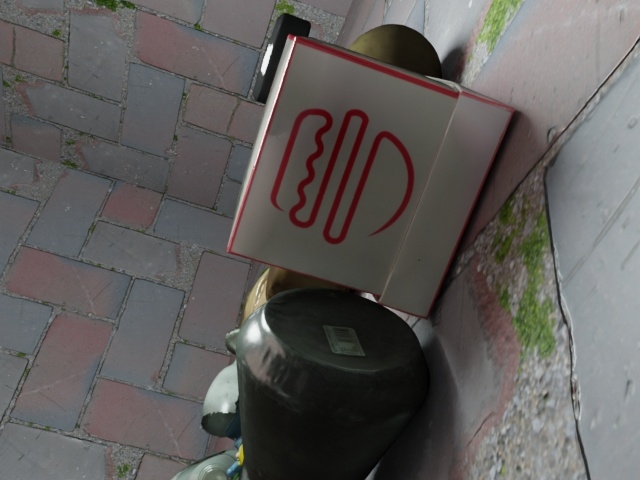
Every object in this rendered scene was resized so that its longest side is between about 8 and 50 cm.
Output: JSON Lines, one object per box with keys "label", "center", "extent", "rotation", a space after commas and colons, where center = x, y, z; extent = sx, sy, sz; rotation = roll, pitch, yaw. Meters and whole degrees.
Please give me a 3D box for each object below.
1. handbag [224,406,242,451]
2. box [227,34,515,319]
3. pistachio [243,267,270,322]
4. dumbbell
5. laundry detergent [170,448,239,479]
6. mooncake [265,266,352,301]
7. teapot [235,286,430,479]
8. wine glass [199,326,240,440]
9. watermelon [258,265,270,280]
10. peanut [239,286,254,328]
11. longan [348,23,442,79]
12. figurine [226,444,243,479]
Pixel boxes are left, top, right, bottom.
{"label": "handbag", "center": [-0.131, 0.411, 1.634], "extent": [0.179, 0.062, 0.229], "rotation": [-23, -29, -44]}
{"label": "box", "center": [0.050, -0.114, 0.987], "extent": [0.314, 0.300, 0.312], "rotation": [-104, 31, -72]}
{"label": "pistachio", "center": [-0.125, 0.205, 1.896], "extent": [0.162, 0.182, 0.292], "rotation": [10, 86, 43]}
{"label": "dumbbell", "center": [0.029, -0.356, 1.475], "extent": [0.204, 0.323, 0.203], "rotation": [-163, 90, -80]}
{"label": "laundry detergent", "center": [-0.323, 0.682, 1.876], "extent": [0.124, 0.264, 0.398], "rotation": [66, 163, 12]}
{"label": "mooncake", "center": [-0.001, 0.001, 1.448], "extent": [0.324, 0.187, 0.323], "rotation": [-164, 90, -83]}
{"label": "teapot", "center": [0.004, 0.269, 0.886], "extent": [0.300, 0.253, 0.343], "rotation": [40, 124, 46]}
{"label": "wine glass", "center": [-0.266, 0.467, 2.147], "extent": [0.357, 0.191, 0.190], "rotation": [-83, 14, -46]}
{"label": "watermelon", "center": [-0.124, 0.130, 2.077], "extent": [0.140, 0.141, 0.187], "rotation": [118, 169, -48]}
{"label": "peanut", "center": [-0.237, 0.312, 2.466], "extent": [0.136, 0.120, 0.298], "rotation": [40, -123, -52]}
{"label": "longan", "center": [0.125, -0.285, 1.204], "extent": [0.196, 0.197, 0.220], "rotation": [124, 168, -61]}
{"label": "figurine", "center": [-0.136, 0.510, 1.573], "extent": [0.185, 0.127, 0.234], "rotation": [-56, -21, -63]}
